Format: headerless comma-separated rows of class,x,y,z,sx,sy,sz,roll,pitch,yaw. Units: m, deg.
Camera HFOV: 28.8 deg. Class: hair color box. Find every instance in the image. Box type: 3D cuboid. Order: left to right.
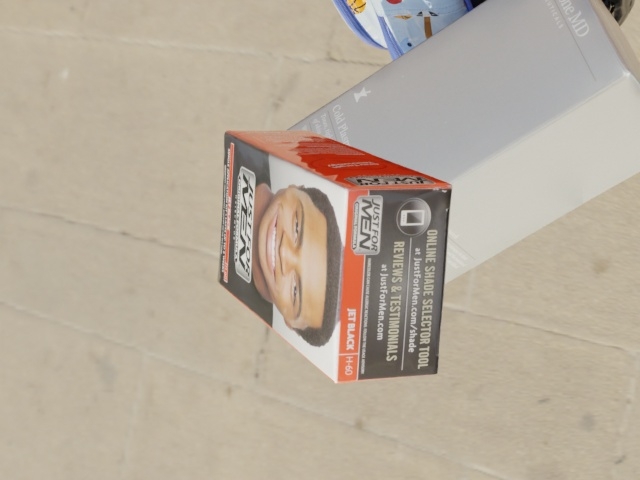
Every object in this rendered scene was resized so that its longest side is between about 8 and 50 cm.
hair color box,0.000,0.000,0.493,0.141,0.043,0.072,-152,62,-65

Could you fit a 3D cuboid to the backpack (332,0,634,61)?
backpack,0.122,-0.235,0.972,0.213,0.276,0.263,1,128,52

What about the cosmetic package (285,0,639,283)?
cosmetic package,0.103,-0.068,0.839,0.238,0.107,0.127,-35,49,20
